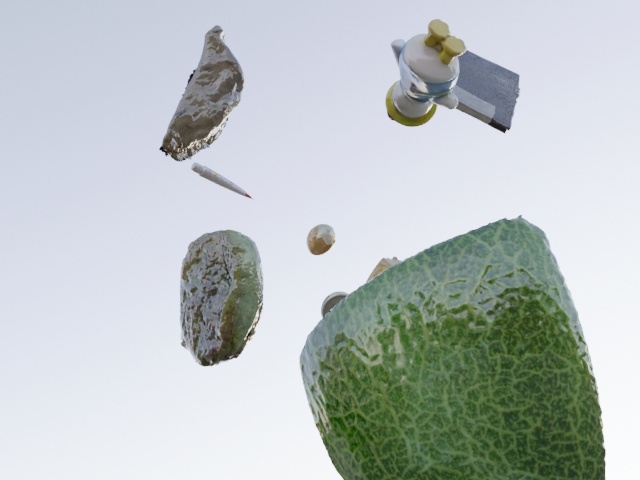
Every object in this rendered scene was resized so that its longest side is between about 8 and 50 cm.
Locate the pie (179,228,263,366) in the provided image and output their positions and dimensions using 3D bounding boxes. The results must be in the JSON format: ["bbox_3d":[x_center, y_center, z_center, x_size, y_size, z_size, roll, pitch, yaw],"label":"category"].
[{"bbox_3d":[-0.204,0.104,1.537,0.078,0.277,0.277,14,-39,-41],"label":"pie"}]

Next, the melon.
[{"bbox_3d":[0.170,0.199,0.887,0.331,0.344,0.226,-29,-31,8],"label":"melon"}]

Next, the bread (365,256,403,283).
[{"bbox_3d":[0.215,0.187,1.988,0.114,0.274,0.185,12,-66,-50],"label":"bread"}]

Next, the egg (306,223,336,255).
[{"bbox_3d":[0.000,0.000,1.990,0.071,0.083,0.071,16,-38,13],"label":"egg"}]

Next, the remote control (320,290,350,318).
[{"bbox_3d":[0.104,0.168,1.659,0.221,0.042,0.078,22,-83,-11],"label":"remote control"}]

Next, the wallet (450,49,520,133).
[{"bbox_3d":[0.361,-0.367,1.908,0.221,0.262,0.071,28,-51,-5],"label":"wallet"}]

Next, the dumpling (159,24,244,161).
[{"bbox_3d":[-0.230,-0.301,1.766,0.086,0.332,0.166,4,-25,38],"label":"dumpling"}]

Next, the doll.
[{"bbox_3d":[0.168,-0.267,1.347,0.135,0.099,0.241,19,-19,0],"label":"doll"}]

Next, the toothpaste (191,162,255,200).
[{"bbox_3d":[-0.253,-0.152,2.103,0.190,0.048,0.031,28,-86,-30],"label":"toothpaste"}]
